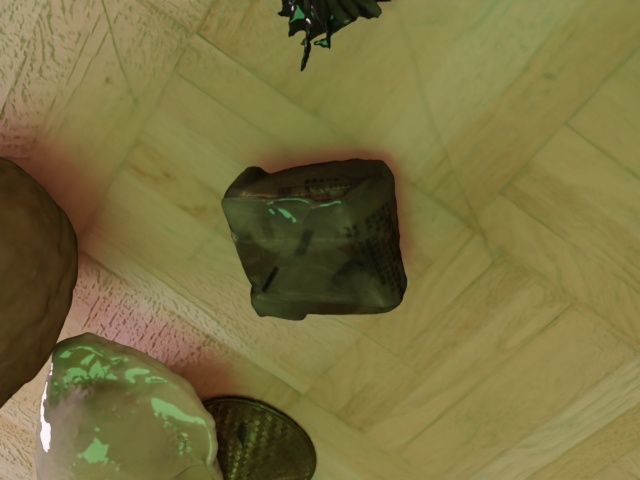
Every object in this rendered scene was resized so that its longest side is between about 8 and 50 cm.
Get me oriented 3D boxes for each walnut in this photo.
[{"bbox_3d":[-0.319,0.033,0.615,0.248,0.248,0.249,8,124,12],"label":"walnut"}]

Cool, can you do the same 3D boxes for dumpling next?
[{"bbox_3d":[-0.177,0.205,0.739,0.179,0.131,0.252,11,118,6],"label":"dumpling"}]

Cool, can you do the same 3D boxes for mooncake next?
[{"bbox_3d":[0.000,0.000,0.591,0.129,0.073,0.125,1,125,18],"label":"mooncake"}]

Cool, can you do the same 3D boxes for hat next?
[{"bbox_3d":[-0.082,0.230,0.770,0.145,0.067,0.146,8,124,12],"label":"hat"}]

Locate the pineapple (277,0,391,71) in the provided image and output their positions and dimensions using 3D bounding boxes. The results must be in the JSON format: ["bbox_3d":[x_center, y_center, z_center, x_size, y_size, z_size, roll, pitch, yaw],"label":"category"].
[{"bbox_3d":[-0.041,-0.225,0.442,0.125,0.125,0.251,-24,118,28],"label":"pineapple"}]
